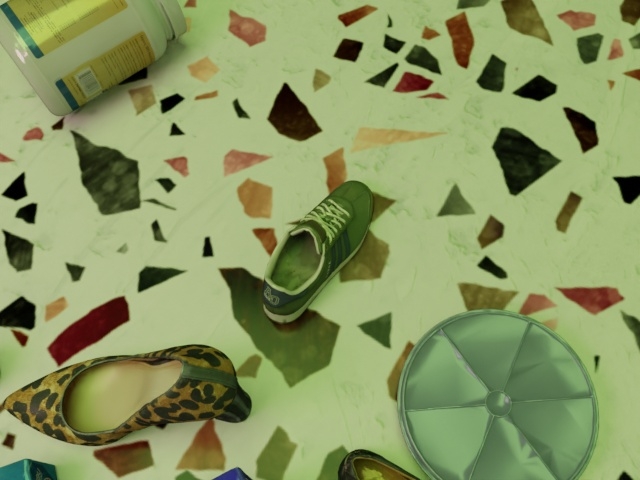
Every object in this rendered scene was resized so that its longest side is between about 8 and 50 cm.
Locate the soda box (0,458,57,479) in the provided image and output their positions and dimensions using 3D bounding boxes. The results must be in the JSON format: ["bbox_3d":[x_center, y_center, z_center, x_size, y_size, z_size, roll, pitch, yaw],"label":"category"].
[{"bbox_3d":[-0.364,0.281,0.663,0.210,0.067,0.071,-18,67,-5],"label":"soda box"}]

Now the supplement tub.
[{"bbox_3d":[-0.282,-0.261,0.847,0.200,0.144,0.144,-35,70,-12],"label":"supplement tub"}]

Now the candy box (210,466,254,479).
[{"bbox_3d":[-0.141,0.392,0.575,0.317,0.122,0.268,-28,67,-7],"label":"candy box"}]

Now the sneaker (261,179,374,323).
[{"bbox_3d":[0.000,0.000,0.751,0.064,0.086,0.192,31,72,15],"label":"sneaker"}]

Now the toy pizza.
[{"bbox_3d":[0.178,0.169,0.700,0.201,0.032,0.201,-1,67,2],"label":"toy pizza"}]

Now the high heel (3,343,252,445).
[{"bbox_3d":[-0.202,0.137,0.650,0.261,0.186,0.093,-1,67,3],"label":"high heel"}]

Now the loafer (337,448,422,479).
[{"bbox_3d":[0.091,0.257,0.651,0.170,0.061,0.062,27,70,13],"label":"loafer"}]
